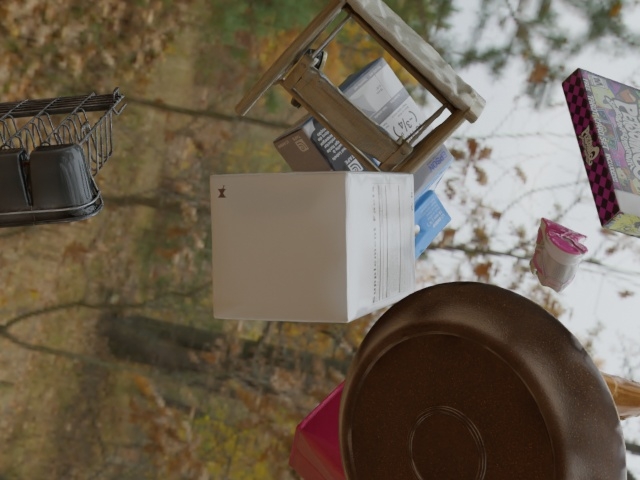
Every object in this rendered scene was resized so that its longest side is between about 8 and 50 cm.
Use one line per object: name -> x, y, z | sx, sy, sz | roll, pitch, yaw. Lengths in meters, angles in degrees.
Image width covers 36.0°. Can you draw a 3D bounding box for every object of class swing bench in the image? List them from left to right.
swing bench -> 0.066, -0.209, 1.408 | 0.254, 0.253, 0.165 | -43, -173, 30

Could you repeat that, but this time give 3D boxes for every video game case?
video game case -> 0.420, -0.097, 1.252 | 0.042, 0.210, 0.232 | -48, -143, 46

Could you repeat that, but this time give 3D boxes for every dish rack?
dish rack -> -0.299, -0.088, 0.962 | 0.271, 0.208, 0.074 | -90, 176, -69

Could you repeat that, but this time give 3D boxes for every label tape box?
label tape box -> 0.110, -0.112, 1.713 | 0.240, 0.334, 0.106 | -45, -165, -33

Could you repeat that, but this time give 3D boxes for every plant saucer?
plant saucer -> 0.127, 0.194, 0.917 | 0.310, 0.050, 0.311 | 2, -87, 41

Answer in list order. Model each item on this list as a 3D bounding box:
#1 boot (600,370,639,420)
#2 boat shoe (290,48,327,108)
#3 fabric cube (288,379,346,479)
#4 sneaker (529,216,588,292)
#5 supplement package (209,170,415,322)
boot -> 0.451, 0.236, 1.638 | 0.295, 0.211, 0.104 | 71, 32, -78
boat shoe -> -0.028, -0.271, 1.641 | 0.133, 0.042, 0.049 | 120, -20, -54
fabric cube -> 0.131, 0.320, 1.491 | 0.254, 0.258, 0.259 | -42, 165, -20
sneaker -> 0.461, 0.030, 1.949 | 0.111, 0.103, 0.252 | -69, 170, 16
supplement package -> 0.000, 0.000, 1.257 | 0.293, 0.177, 0.175 | -9, 99, -69
